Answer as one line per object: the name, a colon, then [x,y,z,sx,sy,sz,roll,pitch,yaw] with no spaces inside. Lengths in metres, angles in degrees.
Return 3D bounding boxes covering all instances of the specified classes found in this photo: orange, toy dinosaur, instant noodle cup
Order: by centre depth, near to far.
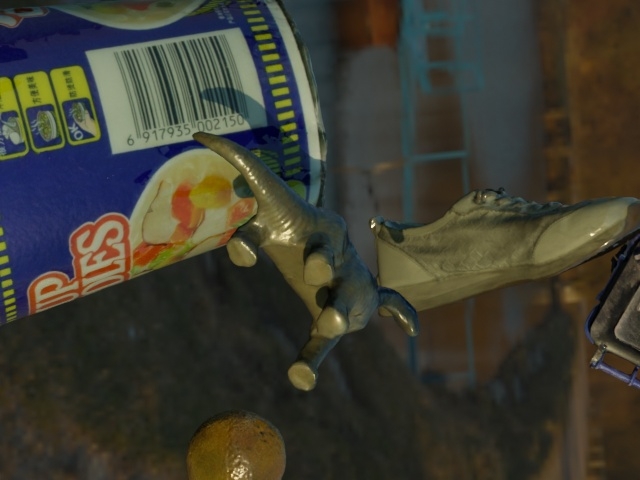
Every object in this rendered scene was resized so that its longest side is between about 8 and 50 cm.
toy dinosaur: [0.000,0.000,1.148,0.248,0.075,0.188,59,24,-14]
instant noodle cup: [-0.171,-0.081,1.238,0.284,0.312,0.284,166,-90,-76]
orange: [-0.075,0.191,1.345,0.095,0.085,0.085,-51,-159,36]

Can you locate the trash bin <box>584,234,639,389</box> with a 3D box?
trash bin: [0.407,0.061,1.827,0.184,0.162,0.234,-64,178,22]

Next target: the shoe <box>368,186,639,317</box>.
shoe: [0.163,-0.004,1.400,0.103,0.275,0.098,-24,97,-63]
